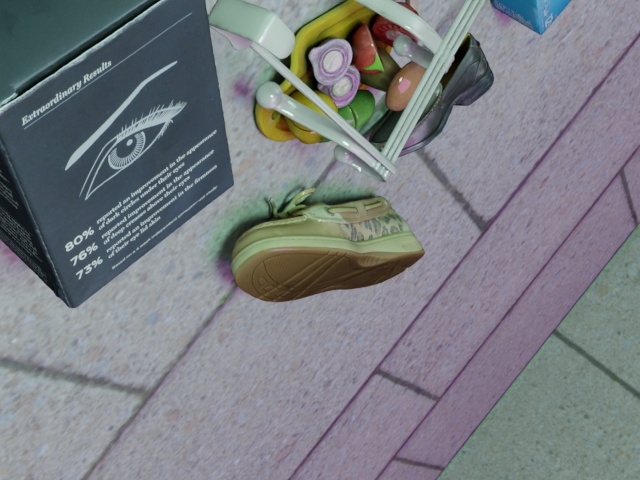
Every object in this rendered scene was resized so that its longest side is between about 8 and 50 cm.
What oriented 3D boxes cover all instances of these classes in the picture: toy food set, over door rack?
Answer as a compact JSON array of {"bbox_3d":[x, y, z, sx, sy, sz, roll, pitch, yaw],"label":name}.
[{"bbox_3d":[0.043,-0.150,0.973,0.218,0.071,0.128,-37,152,-28],"label":"toy food set"},{"bbox_3d":[0.034,-0.201,0.800,0.239,0.108,0.324,-61,158,-3],"label":"over door rack"}]

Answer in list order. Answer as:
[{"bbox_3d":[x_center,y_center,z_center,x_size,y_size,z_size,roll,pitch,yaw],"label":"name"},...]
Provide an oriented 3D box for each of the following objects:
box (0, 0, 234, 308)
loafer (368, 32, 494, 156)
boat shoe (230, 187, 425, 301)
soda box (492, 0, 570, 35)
[{"bbox_3d":[-0.152,-0.082,0.689,0.153,0.108,0.207,-40,153,-24],"label":"box"},{"bbox_3d":[0.107,-0.149,1.118,0.170,0.062,0.061,-44,133,-23],"label":"loafer"},{"bbox_3d":[0.000,0.000,1.112,0.104,0.089,0.285,-34,162,28],"label":"boat shoe"},{"bbox_3d":[0.205,-0.294,1.058,0.071,0.067,0.210,-49,156,-7],"label":"soda box"}]
